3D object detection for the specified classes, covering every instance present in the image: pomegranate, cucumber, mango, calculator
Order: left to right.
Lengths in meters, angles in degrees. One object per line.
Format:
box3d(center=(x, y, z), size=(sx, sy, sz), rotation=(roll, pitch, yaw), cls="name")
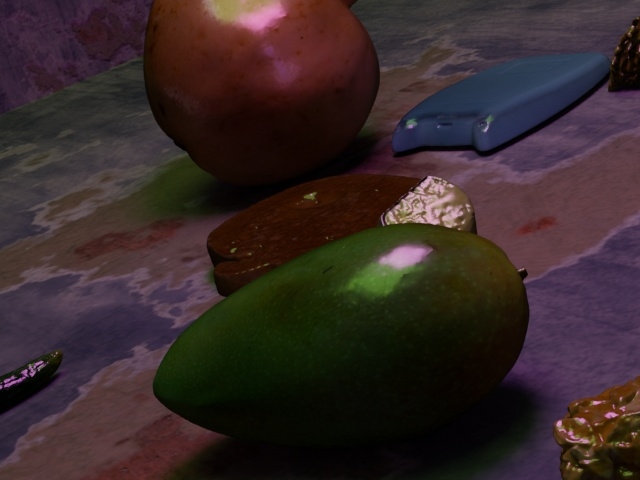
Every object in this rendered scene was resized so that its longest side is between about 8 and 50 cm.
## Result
box3d(center=(-0.383, 0.182, 1.737), size=(0.168, 0.039, 0.039), rotation=(-28, 21, -33), cls="cucumber")
box3d(center=(-0.088, -0.290, 2.233), size=(0.411, 0.411, 0.411), rotation=(-16, 19, 6), cls="pomegranate")
box3d(center=(0.017, 0.102, 1.369), size=(0.382, 0.201, 0.225), rotation=(-15, 29, 15), cls="mango")
box3d(center=(0.299, -0.231, 2.262), size=(0.256, 0.054, 0.386), rotation=(3, 24, 45), cls="calculator")

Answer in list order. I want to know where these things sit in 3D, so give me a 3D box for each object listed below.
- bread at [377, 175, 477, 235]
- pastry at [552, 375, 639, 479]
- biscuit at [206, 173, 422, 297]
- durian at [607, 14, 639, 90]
box3d(center=(0.129, 0.002, 1.652), size=(0.111, 0.114, 0.129), rotation=(32, 65, 27), cls="bread")
box3d(center=(0.310, 0.147, 1.125), size=(0.250, 0.102, 0.154), rotation=(-18, 8, 7), cls="pastry")
box3d(center=(0.000, 0.001, 1.867), size=(0.314, 0.063, 0.367), rotation=(-32, 24, -29), cls="biscuit")
box3d(center=(0.602, -0.346, 2.160), size=(0.355, 0.157, 0.169), rotation=(-23, 8, -11), cls="durian")
